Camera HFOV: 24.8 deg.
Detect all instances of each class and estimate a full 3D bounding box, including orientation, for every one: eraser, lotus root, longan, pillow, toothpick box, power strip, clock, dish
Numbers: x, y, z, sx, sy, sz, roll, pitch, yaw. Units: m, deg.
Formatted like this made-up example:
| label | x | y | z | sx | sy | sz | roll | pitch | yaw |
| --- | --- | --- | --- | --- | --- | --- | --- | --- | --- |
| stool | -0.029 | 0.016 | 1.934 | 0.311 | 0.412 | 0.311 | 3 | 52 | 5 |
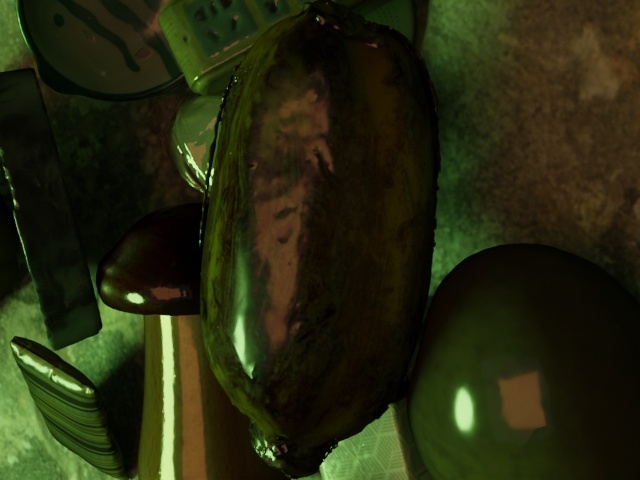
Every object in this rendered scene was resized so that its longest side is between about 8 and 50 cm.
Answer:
| label | x | y | z | sx | sy | sz | roll | pitch | yaw |
| --- | --- | --- | --- | --- | --- | --- | --- | --- | --- |
| eraser | 0.076 | 0.266 | 1.371 | 0.098 | 0.096 | 0.404 | -14 | 91 | 29 |
| lotus root | 0.000 | 0.000 | 1.223 | 0.195 | 0.179 | 0.398 | 6 | 97 | -17 |
| longan | 0.178 | 0.124 | 1.232 | 0.248 | 0.248 | 0.248 | 4 | 99 | 27 |
| pillow | -0.254 | 0.176 | 1.503 | 0.113 | 0.038 | 0.203 | 30 | 152 | 21 |
| toothpick box | -0.111 | 0.113 | 1.398 | 0.192 | 0.192 | 0.294 | 2 | 103 | 27 |
| power strip | 0.040 | -0.253 | 1.274 | 0.387 | 0.066 | 0.092 | -28 | 76 | 5 |
| clock | -0.271 | -0.032 | 1.425 | 0.055 | 0.280 | 0.281 | -15 | 90 | -10 |
| dish | -0.187 | -0.251 | 1.422 | 0.224 | 0.078 | 0.246 | 37 | 101 | -17 |

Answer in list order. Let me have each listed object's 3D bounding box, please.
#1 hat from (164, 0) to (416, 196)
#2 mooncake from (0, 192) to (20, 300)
| label | x | y | z | sx | sy | sz | roll | pitch | yaw |
| --- | --- | --- | --- | --- | --- | --- | --- | --- | --- |
| hat | -0.037 | -0.153 | 1.335 | 0.214 | 0.149 | 0.245 | 18 | 118 | 13 |
| mooncake | -0.490 | 0.039 | 1.482 | 0.201 | 0.378 | 0.378 | 49 | 115 | 12 |
